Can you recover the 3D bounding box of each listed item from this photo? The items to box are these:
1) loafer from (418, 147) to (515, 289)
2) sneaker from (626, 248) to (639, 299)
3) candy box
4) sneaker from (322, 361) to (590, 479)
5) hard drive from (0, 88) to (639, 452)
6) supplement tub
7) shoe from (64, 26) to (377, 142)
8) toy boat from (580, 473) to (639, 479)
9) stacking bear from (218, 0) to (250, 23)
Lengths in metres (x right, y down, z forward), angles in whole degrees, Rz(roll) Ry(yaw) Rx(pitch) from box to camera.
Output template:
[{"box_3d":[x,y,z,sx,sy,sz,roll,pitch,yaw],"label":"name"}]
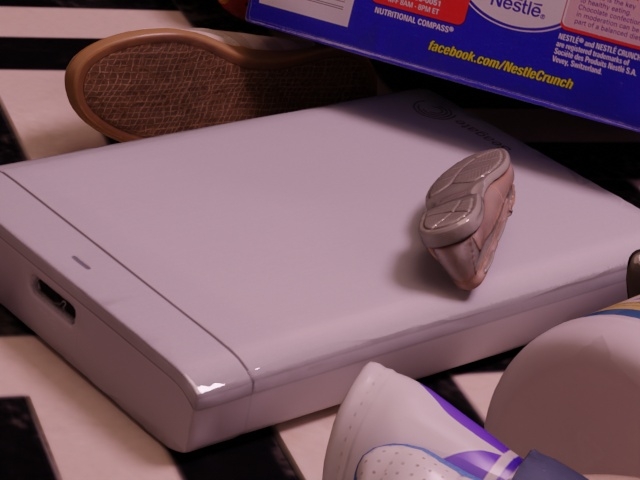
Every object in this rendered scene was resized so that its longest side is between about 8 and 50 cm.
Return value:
[{"box_3d":[0.080,-0.012,1.034,0.045,0.039,0.125,-17,16,21],"label":"loafer"},{"box_3d":[0.238,0.042,0.989,0.130,0.087,0.227,-6,10,-15],"label":"sneaker"},{"box_3d":[0.134,-0.165,1.281,0.268,0.122,0.317,18,10,16],"label":"candy box"},{"box_3d":[0.114,0.106,0.572,0.236,0.323,0.130,53,2,9],"label":"sneaker"},{"box_3d":[0.000,0.000,1.066,0.353,0.047,0.233,-13,35,-40],"label":"hard drive"},{"box_3d":[0.184,0.084,0.855,0.200,0.144,0.144,-17,37,-42],"label":"supplement tub"},{"box_3d":[-0.067,-0.093,1.209,0.219,0.076,0.058,-1,8,-36],"label":"shoe"},{"box_3d":[0.132,0.183,0.682,0.231,0.151,0.151,14,56,8],"label":"toy boat"},{"box_3d":[-0.082,-0.258,1.443,0.164,0.175,0.289,-21,49,-35],"label":"stacking bear"}]
